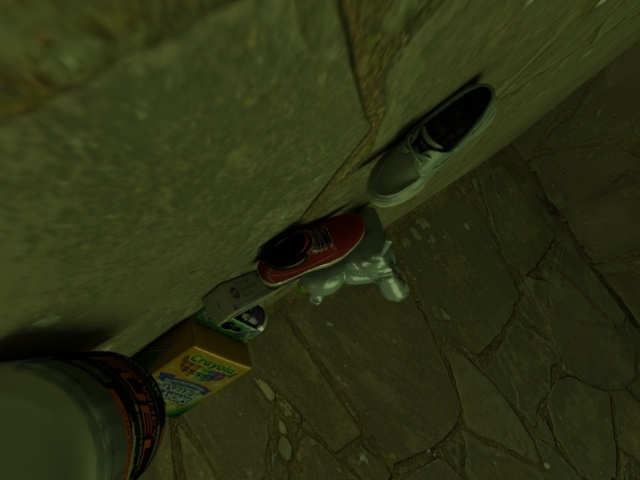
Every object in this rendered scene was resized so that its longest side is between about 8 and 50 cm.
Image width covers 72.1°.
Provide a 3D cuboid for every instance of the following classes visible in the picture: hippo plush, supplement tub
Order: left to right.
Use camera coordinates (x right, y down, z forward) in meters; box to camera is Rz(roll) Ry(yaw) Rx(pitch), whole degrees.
[{"bbox_3d":[-0.298,0.230,0.510,0.193,0.194,0.316,-33,175,-12],"label":"supplement tub"},{"bbox_3d":[0.074,0.080,1.079,0.236,0.234,0.294,-23,-158,6],"label":"hippo plush"}]

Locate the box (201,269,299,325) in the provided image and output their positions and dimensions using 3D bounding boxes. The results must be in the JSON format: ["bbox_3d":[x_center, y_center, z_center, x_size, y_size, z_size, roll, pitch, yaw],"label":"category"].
[{"bbox_3d":[-0.137,0.104,0.993,0.063,0.067,0.324,-37,172,22],"label":"box"}]

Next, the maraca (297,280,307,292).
[{"bbox_3d":[-0.017,0.091,1.424,0.186,0.099,0.127,-64,165,20],"label":"maraca"}]

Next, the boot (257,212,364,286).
[{"bbox_3d":[0.000,0.000,0.828,0.244,0.088,0.176,-28,171,-20],"label":"boot"}]

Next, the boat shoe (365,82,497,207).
[{"bbox_3d":[0.151,-0.138,0.624,0.227,0.079,0.081,-41,166,9],"label":"boat shoe"}]

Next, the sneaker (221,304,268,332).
[{"bbox_3d":[-0.287,0.223,1.131,0.283,0.107,0.124,-27,146,2],"label":"sneaker"}]

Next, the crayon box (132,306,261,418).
[{"bbox_3d":[-0.318,0.306,1.066,0.323,0.083,0.203,-36,137,13],"label":"crayon box"}]
